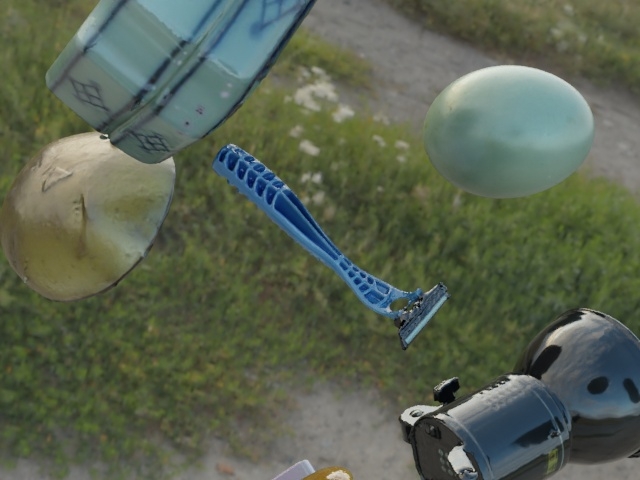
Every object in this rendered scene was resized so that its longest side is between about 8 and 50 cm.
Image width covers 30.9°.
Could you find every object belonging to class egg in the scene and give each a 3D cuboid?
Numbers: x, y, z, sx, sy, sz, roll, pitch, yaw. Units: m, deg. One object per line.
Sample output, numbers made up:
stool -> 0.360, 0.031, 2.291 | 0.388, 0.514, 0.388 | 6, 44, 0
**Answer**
egg -> 0.212, -0.122, 1.303 | 0.192, 0.149, 0.149 | -2, 28, 3

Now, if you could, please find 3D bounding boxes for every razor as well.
razor -> 0.000, 0.000, 1.078 | 0.253, 0.042, 0.082 | 40, 54, 3

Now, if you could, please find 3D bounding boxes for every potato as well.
potato -> -0.309, -0.051, 1.437 | 0.299, 0.239, 0.116 | 2, -29, 47

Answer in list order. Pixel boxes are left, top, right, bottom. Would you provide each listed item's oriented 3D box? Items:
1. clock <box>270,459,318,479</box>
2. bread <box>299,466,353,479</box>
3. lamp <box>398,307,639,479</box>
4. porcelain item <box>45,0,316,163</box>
clock -> -0.074, 0.440, 1.849 | 0.063, 0.197, 0.150 | 56, -2, 26
bread -> -0.048, 0.380, 1.398 | 0.121, 0.245, 0.174 | 49, 16, -17
lamp -> 0.165, 0.164, 1.008 | 0.227, 0.147, 0.172 | -21, 23, -27
porcelain item -> -0.112, -0.219, 1.082 | 0.157, 0.286, 0.281 | 38, -18, -16
